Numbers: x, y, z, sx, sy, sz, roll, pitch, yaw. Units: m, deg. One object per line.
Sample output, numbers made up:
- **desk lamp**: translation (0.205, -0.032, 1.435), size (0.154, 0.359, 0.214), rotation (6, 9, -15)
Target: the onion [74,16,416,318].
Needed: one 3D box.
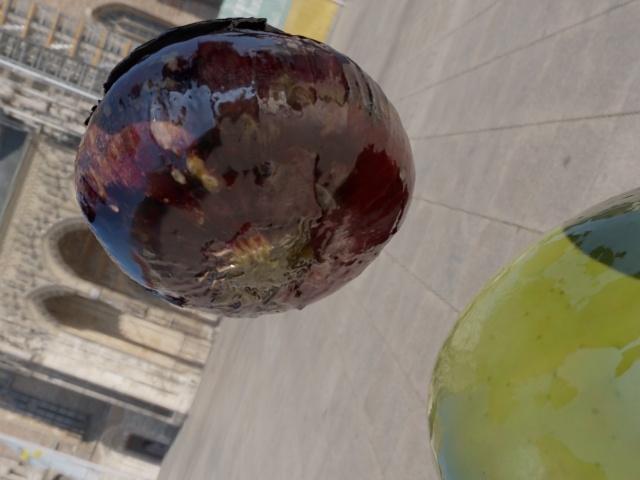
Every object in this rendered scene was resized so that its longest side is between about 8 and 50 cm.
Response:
- **onion**: translation (-0.056, -0.050, 0.515), size (0.190, 0.246, 0.246), rotation (-111, 36, -43)

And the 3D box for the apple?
- **apple**: translation (0.267, 0.132, 0.511), size (0.357, 0.357, 0.357), rotation (-159, 90, -84)
